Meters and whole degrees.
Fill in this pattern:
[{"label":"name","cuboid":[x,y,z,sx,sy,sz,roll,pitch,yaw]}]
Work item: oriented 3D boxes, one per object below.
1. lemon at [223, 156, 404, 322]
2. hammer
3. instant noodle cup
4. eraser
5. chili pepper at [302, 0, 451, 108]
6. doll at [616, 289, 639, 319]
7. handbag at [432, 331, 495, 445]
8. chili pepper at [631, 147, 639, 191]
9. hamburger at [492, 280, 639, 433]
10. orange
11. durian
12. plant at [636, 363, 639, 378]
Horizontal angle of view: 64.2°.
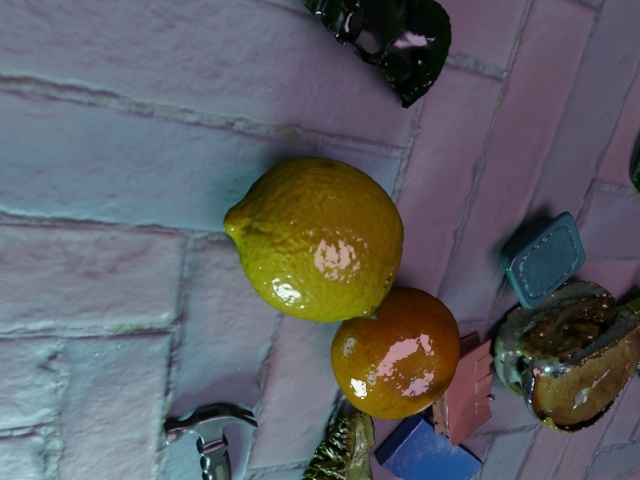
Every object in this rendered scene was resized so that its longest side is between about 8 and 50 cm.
[{"label":"lemon","cuboid":[-0.006,-0.004,0.718,0.253,0.228,0.229,32,96,-33]},{"label":"hammer","cuboid":[-0.192,0.396,0.919,0.158,0.041,0.227,-8,115,-22]},{"label":"instant noodle cup","cuboid":[0.452,0.034,1.058,0.179,0.070,0.157,-38,123,-6]},{"label":"eraser","cuboid":[0.262,0.517,1.203,0.144,0.042,0.312,-48,125,0]},{"label":"chili pepper","cuboid":[0.089,-0.299,0.691,0.264,0.116,0.148,26,97,-34]},{"label":"doll","cuboid":[0.806,0.185,1.285,0.186,0.106,0.134,-35,120,11]},{"label":"handbag","cuboid":[0.312,0.323,1.112,0.157,0.059,0.213,-21,114,-30]},{"label":"chili pepper","cuboid":[0.742,-0.202,1.100,0.122,0.065,0.279,-19,122,-28]},{"label":"hamburger","cuboid":[0.553,0.269,1.145,0.317,0.195,0.277,-24,124,-12]},{"label":"orange","cuboid":[0.132,0.196,0.910,0.239,0.171,0.241,-4,107,-12]},{"label":"durian","cuboid":[0.061,0.519,1.040,0.197,0.163,0.395,-10,111,-25]},{"label":"plant","cuboid":[1.053,0.339,1.439,0.275,0.199,0.189,-15,125,-16]}]
